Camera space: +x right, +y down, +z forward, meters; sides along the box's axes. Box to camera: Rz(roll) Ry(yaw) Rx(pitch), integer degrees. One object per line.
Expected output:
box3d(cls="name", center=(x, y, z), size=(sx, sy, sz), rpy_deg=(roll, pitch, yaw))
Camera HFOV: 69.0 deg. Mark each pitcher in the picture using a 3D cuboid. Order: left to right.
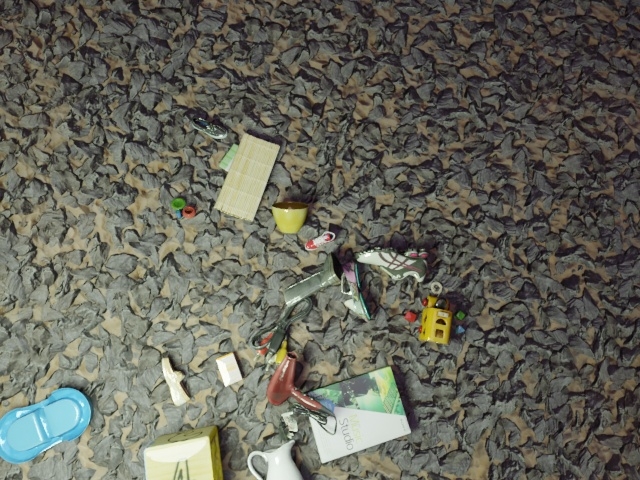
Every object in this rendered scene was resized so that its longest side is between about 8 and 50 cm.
box3d(cls="pitcher", center=(-0.143, 0.779, 1.512), size=(0.177, 0.125, 0.207), rpy_deg=(-20, 72, 15))

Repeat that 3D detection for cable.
box3d(cls="cable", center=(-0.139, 0.314, 1.640), size=(0.139, 0.072, 0.287), rpy_deg=(25, 65, 13))

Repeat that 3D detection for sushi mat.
box3d(cls="sushi mat", center=(-0.269, -0.235, 1.718), size=(0.151, 0.019, 0.317), rpy_deg=(18, 76, 0))

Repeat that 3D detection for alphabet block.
box3d(cls="alphabet block", center=(-0.421, 0.711, 1.457), size=(0.196, 0.192, 0.194), rpy_deg=(-9, 82, -7))

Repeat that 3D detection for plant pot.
box3d(cls="plant pot", center=(-0.110, -0.081, 1.679), size=(0.134, 0.134, 0.096), rpy_deg=(1, 107, -5))

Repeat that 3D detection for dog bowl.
box3d(cls="dog bowl", center=(-0.880, 0.589, 1.502), size=(0.296, 0.074, 0.166), rpy_deg=(-24, 82, -9))

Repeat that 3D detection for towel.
box3d(cls="towel", center=(-0.290, -0.284, 1.750), size=(0.151, 0.023, 0.113), rpy_deg=(32, 76, 4))

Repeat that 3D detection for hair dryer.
box3d(cls="hair dryer", center=(-0.072, 0.509, 1.539), size=(0.223, 0.080, 0.294), rpy_deg=(-17, 96, 18))

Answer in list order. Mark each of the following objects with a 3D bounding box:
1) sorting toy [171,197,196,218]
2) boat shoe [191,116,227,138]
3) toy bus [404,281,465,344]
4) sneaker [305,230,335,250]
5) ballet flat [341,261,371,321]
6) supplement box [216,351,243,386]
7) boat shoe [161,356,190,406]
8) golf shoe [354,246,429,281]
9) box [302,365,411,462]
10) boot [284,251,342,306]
box3d(cls="sorting toy", center=(-0.499, -0.107, 1.691), size=(0.101, 0.042, 0.061), rpy_deg=(35, 62, 14))
box3d(cls="boat shoe", center=(-0.420, -0.425, 1.754), size=(0.141, 0.040, 0.049), rpy_deg=(20, 78, 0))
box3d(cls="toy bus", center=(0.419, 0.271, 1.654), size=(0.190, 0.104, 0.202), rpy_deg=(-34, 84, -10))
box3d(cls="sneaker", center=(0.000, 0.000, 1.692), size=(0.118, 0.067, 0.042), rpy_deg=(-21, 81, -8))
box3d(cls="ballet flat", center=(0.119, 0.189, 1.669), size=(0.079, 0.077, 0.222), rpy_deg=(-17, 75, 11))
box3d(cls="supplement box", center=(-0.312, 0.441, 1.595), size=(0.062, 0.036, 0.099), rpy_deg=(-20, 81, -8))
box3d(cls="boat shoe", center=(-0.485, 0.468, 1.567), size=(0.059, 0.063, 0.170), rpy_deg=(-20, 91, -11))
box3d(cls="golf shoe", center=(0.258, 0.084, 1.682), size=(0.272, 0.105, 0.120), rpy_deg=(3, 86, -4))
box3d(cls="box", center=(0.123, 0.589, 1.592), size=(0.321, 0.058, 0.233), rpy_deg=(-16, 81, -8))
box3d(cls="boot", center=(-0.028, 0.138, 1.650), size=(0.208, 0.190, 0.076), rpy_deg=(-34, 105, 17))
